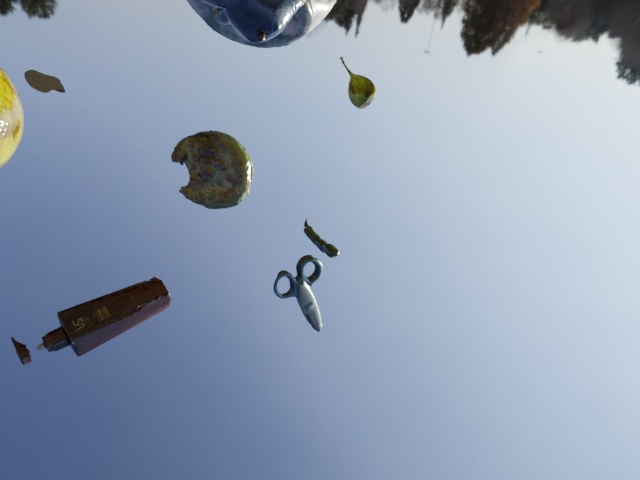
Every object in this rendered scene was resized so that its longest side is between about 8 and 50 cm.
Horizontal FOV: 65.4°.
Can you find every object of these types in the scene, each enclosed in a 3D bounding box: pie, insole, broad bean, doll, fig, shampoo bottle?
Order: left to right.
[{"bbox_3d":[-0.710,-0.407,1.288,0.004,0.064,0.188,-24,-168,4],"label":"insole"},{"bbox_3d":[-0.366,0.130,0.815,0.236,0.067,0.068,-26,-131,-31],"label":"shampoo bottle"},{"bbox_3d":[-0.373,-0.240,1.733,0.303,0.302,0.067,14,-156,10],"label":"pie"},{"bbox_3d":[-0.167,-0.519,1.000,0.228,0.258,0.154,-12,-129,37],"label":"doll"},{"bbox_3d":[0.001,0.004,1.591,0.039,0.069,0.227,-27,-140,-17],"label":"broad bean"},{"bbox_3d":[0.123,-0.494,1.541,0.093,0.166,0.093,-11,-178,0],"label":"fig"}]

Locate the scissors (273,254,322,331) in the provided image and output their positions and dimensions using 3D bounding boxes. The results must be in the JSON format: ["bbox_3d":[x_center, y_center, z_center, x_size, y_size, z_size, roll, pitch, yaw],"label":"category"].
[{"bbox_3d":[-0.037,0.154,1.296,0.138,0.289,0.041,-33,-131,-15],"label":"scissors"}]

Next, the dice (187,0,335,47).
[{"bbox_3d":[-0.156,-0.724,1.272,0.330,0.348,0.328,-3,159,30],"label":"dice"}]

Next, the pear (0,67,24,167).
[{"bbox_3d":[-0.658,-0.223,0.849,0.284,0.283,0.283,6,-150,-4],"label":"pear"}]
